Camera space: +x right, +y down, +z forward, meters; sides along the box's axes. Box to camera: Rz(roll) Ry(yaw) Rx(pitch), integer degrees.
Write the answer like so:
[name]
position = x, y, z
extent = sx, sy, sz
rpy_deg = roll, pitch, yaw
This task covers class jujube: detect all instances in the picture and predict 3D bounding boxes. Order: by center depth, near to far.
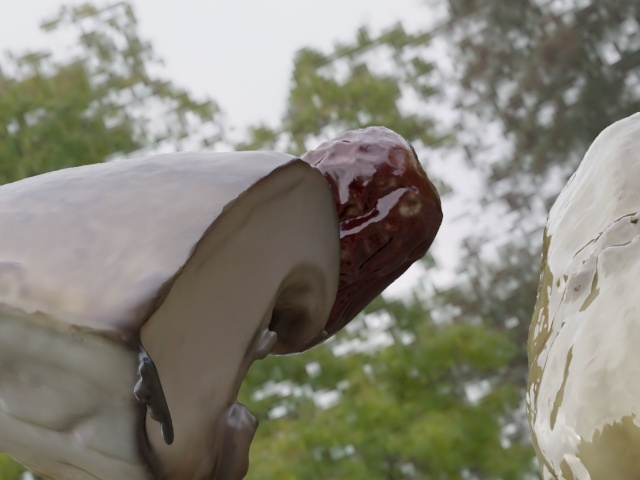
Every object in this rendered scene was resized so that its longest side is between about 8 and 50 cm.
[jujube]
position = 0.000, 0.000, 1.600
extent = 0.230, 0.155, 0.155
rpy_deg = -34, -26, 12

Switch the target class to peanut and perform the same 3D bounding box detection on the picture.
[peanut]
position = 0.179, 0.028, 0.675
extent = 0.169, 0.192, 0.387
rpy_deg = -57, -14, 21

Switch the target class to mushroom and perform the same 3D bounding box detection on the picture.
[mushroom]
position = -0.217, 0.030, 1.408
extent = 0.397, 0.313, 0.224
rpy_deg = 8, -46, 24
